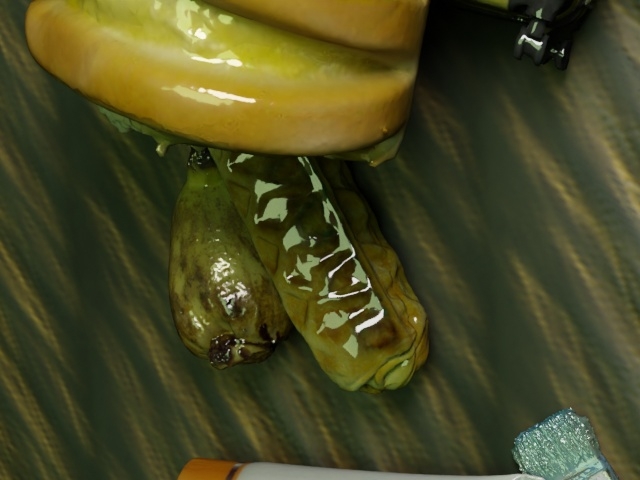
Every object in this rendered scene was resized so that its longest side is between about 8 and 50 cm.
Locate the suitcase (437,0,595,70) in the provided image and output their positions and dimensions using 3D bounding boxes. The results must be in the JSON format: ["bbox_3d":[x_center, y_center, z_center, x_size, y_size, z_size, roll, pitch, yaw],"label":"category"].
[{"bbox_3d":[0.121,-0.260,0.846,0.193,0.143,0.235,21,103,21],"label":"suitcase"}]

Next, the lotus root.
[{"bbox_3d":[-0.080,0.012,1.001,0.108,0.094,0.191,-11,83,6],"label":"lotus root"}]

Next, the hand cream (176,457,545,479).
[{"bbox_3d":[0.033,0.247,0.981,0.314,0.089,0.140,1,99,17],"label":"hand cream"}]

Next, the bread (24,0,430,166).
[{"bbox_3d":[-0.078,-0.186,0.794,0.315,0.211,0.270,31,128,34],"label":"bread"}]

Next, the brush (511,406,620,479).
[{"bbox_3d":[0.224,0.226,0.921,0.070,0.021,0.196,-35,83,23],"label":"brush"}]

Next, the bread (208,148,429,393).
[{"bbox_3d":[0.001,0.000,0.956,0.087,0.098,0.269,-32,83,35],"label":"bread"}]
